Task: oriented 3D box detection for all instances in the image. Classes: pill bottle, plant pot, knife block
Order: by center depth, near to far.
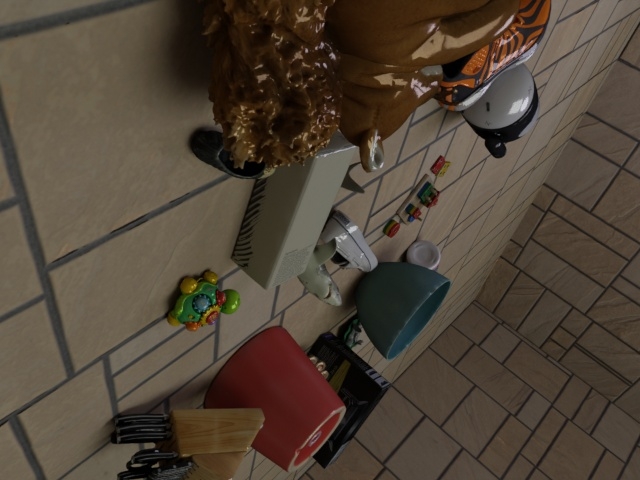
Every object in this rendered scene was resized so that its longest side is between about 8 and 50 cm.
[{"bbox_3d":[-0.262,0.374,1.116,0.088,0.242,0.276,-49,-178,28],"label":"knife block"},{"bbox_3d":[-0.092,0.380,1.345,0.275,0.243,0.275,-41,155,-23],"label":"plant pot"},{"bbox_3d":[0.214,0.174,1.682,0.290,0.195,0.290,-42,157,-23],"label":"plant pot"},{"bbox_3d":[0.333,0.085,1.896,0.108,0.108,0.180,-45,157,-16],"label":"pill bottle"}]

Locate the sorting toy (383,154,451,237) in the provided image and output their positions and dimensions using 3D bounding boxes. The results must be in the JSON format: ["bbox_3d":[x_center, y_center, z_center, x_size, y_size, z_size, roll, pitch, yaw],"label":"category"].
[{"bbox_3d":[0.282,-0.107,1.582,0.274,0.046,0.132,-53,158,2],"label":"sorting toy"}]

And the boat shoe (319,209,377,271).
[{"bbox_3d":[0.056,0.020,1.300,0.084,0.095,0.258,-45,147,-5],"label":"boat shoe"}]

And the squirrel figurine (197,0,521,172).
[{"bbox_3d":[0.029,-0.244,0.677,0.397,0.281,0.370,-26,160,-21],"label":"squirrel figurine"}]

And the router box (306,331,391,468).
[{"bbox_3d":[0.022,0.467,1.700,0.309,0.243,0.081,-56,158,13],"label":"router box"}]

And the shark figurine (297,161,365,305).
[{"bbox_3d":[-0.012,-0.026,1.111,0.116,0.166,0.278,-65,166,-72],"label":"shark figurine"}]

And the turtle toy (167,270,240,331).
[{"bbox_3d":[-0.189,0.106,0.964,0.130,0.066,0.095,-17,140,-55],"label":"turtle toy"}]

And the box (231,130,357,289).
[{"bbox_3d":[-0.048,-0.057,0.951,0.113,0.094,0.275,-23,144,-49],"label":"box"}]

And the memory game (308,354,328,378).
[{"bbox_3d":[-0.062,0.396,1.608,0.186,0.012,0.186,-12,122,-21],"label":"memory game"}]

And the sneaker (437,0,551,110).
[{"bbox_3d":[0.346,-0.410,1.134,0.321,0.124,0.180,-50,159,-4],"label":"sneaker"}]

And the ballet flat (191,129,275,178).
[{"bbox_3d":[-0.112,-0.109,0.799,0.057,0.049,0.173,-56,155,13],"label":"ballet flat"}]

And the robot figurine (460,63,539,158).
[{"bbox_3d":[0.411,-0.323,1.339,0.173,0.209,0.278,-40,162,18],"label":"robot figurine"}]

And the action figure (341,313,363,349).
[{"bbox_3d":[0.092,0.340,1.890,0.137,0.063,0.232,-35,157,-42],"label":"action figure"}]
